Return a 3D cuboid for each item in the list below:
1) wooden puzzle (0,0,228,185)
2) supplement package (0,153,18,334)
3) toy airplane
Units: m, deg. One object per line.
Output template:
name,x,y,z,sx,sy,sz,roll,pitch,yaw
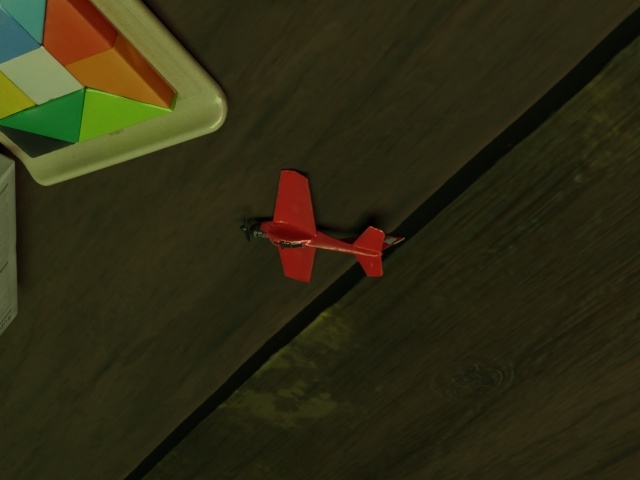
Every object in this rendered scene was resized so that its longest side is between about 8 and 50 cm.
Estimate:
wooden puzzle,-0.225,-0.143,0.960,0.221,0.044,0.239,-14,134,29
supplement package,-0.372,0.021,1.104,0.133,0.139,0.244,25,141,6
toy airplane,0.000,0.000,1.091,0.151,0.028,0.151,7,140,6
